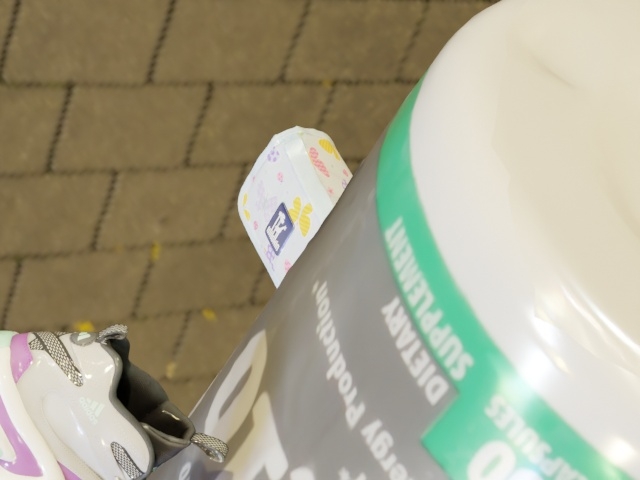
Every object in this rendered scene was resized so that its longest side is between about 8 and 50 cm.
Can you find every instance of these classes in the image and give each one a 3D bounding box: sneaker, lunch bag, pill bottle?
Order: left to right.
[{"bbox_3d":[-0.058,0.068,0.454,0.069,0.038,0.098,-8,117,7],"label":"sneaker"},{"bbox_3d":[0.000,0.000,0.679,0.053,0.071,0.083,-24,153,-6],"label":"lunch bag"},{"bbox_3d":[0.043,0.108,0.555,0.204,0.204,0.361,-4,142,-38],"label":"pill bottle"}]
